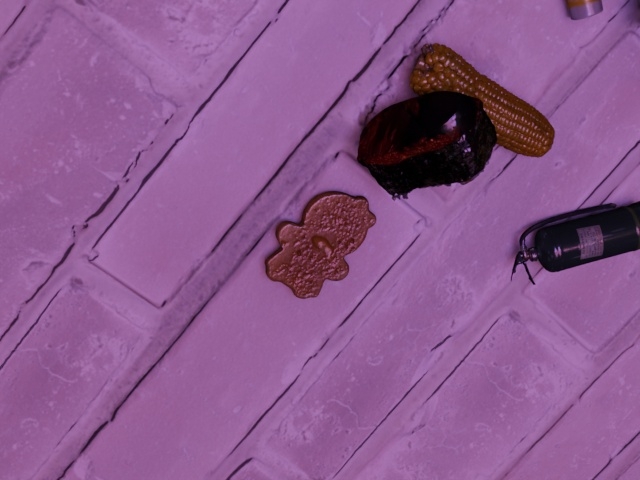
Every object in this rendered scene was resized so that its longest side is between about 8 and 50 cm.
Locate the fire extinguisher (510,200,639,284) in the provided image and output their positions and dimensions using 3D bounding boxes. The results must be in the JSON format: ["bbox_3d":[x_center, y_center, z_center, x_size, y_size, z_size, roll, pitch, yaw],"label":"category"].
[{"bbox_3d":[0.492,0.002,1.473,0.294,0.093,0.118,-14,84,-4],"label":"fire extinguisher"}]

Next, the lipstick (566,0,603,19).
[{"bbox_3d":[0.426,-0.512,1.304,0.059,0.059,0.264,-21,111,-2],"label":"lipstick"}]

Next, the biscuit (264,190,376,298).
[{"bbox_3d":[0.000,0.000,1.417,0.166,0.036,0.226,34,97,-19],"label":"biscuit"}]

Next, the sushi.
[{"bbox_3d":[0.181,-0.164,1.300,0.225,0.136,0.126,-17,140,35],"label":"sushi"}]

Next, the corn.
[{"bbox_3d":[0.291,-0.235,1.352,0.312,0.102,0.102,29,101,-16],"label":"corn"}]
